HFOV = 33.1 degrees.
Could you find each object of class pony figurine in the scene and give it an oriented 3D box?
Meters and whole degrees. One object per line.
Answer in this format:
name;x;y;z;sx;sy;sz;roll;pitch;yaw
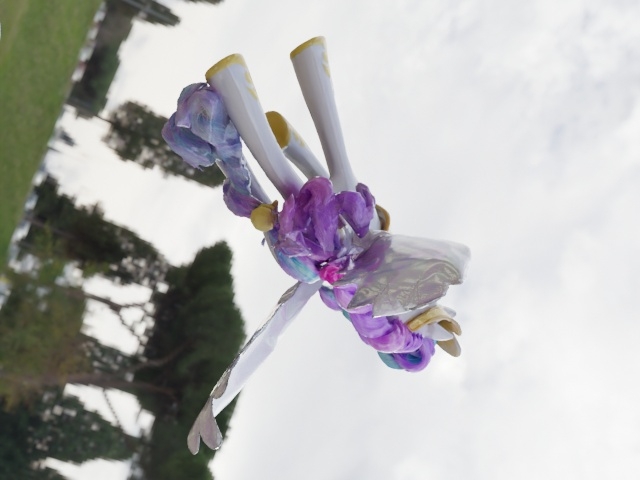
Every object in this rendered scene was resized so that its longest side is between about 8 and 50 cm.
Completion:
pony figurine;0.000;0.000;1.015;0.303;0.363;0.351;-30;-179;28
